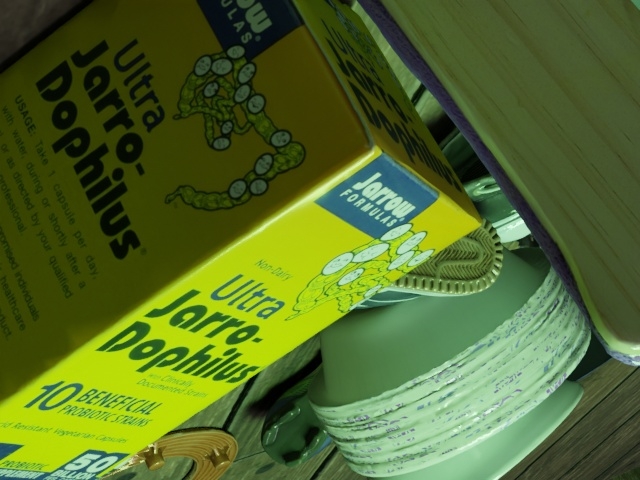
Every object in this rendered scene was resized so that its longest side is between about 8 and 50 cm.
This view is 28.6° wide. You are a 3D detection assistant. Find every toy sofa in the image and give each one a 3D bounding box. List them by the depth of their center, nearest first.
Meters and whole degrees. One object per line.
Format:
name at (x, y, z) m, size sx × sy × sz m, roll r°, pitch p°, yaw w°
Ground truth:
toy sofa at (0.128, -0.080, 0.718) m, size 0.177 × 0.362 × 0.150 m, roll -29°, pitch 159°, yaw -15°

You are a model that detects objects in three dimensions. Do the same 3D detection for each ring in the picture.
ring at (-0.255, 0.333, 1.580) m, size 0.337 × 0.032 × 0.336 m, roll -23°, pitch 156°, yaw -11°

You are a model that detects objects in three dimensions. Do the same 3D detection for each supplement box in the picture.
supplement box at (-0.113, -0.009, 0.808) m, size 0.356 × 0.195 × 0.194 m, roll -35°, pitch 156°, yaw 14°

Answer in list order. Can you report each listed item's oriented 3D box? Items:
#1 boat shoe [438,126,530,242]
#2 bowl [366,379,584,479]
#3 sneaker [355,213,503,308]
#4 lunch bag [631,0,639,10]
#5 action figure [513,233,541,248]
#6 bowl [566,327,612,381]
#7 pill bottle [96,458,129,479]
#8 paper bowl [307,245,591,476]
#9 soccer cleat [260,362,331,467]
boat shoe at (0.235, -0.118, 1.060) m, size 0.335 × 0.121 × 0.119 m, roll -41°, pitch 145°, yaw 16°
bowl at (0.157, 0.218, 1.501) m, size 0.298 × 0.134 × 0.298 m, roll -38°, pitch 174°, yaw -5°
sneaker at (0.000, 0.000, 1.076) m, size 0.282 × 0.099 × 0.153 m, roll 12°, pitch 170°, yaw -27°
lunch bag at (0.278, -0.162, 0.862) m, size 0.115 × 0.243 × 0.303 m, roll -13°, pitch 152°, yaw -31°
action figure at (0.324, -0.037, 1.366) m, size 0.185 × 0.099 × 0.285 m, roll -10°, pitch 155°, yaw -47°
bowl at (0.306, 0.142, 1.747) m, size 0.391 × 0.077 × 0.391 m, roll -24°, pitch 157°, yaw -11°
pill bottle at (-0.237, 0.180, 1.179) m, size 0.180 × 0.108 × 0.108 m, roll -30°, pitch 157°, yaw 5°
paper bowl at (0.114, 0.097, 1.256) m, size 0.284 × 0.148 × 0.284 m, roll -29°, pitch -170°, yaw 6°
soccer cleat at (0.040, 0.160, 1.508) m, size 0.289 × 0.093 × 0.121 m, roll -42°, pitch -176°, yaw 20°
